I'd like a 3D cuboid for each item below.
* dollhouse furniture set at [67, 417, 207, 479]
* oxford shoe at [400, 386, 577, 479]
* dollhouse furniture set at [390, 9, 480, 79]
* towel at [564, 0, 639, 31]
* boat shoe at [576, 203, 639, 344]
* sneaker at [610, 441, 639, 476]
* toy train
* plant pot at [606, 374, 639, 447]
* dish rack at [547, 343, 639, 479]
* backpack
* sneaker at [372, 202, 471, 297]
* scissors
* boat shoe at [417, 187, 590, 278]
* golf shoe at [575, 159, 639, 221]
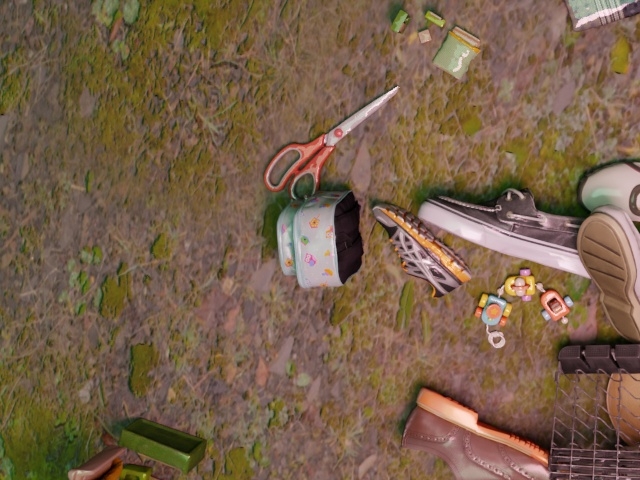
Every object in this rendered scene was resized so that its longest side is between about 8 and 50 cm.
[{"bbox_3d":[-0.355,0.485,1.659,0.151,0.301,0.198,18,100,11],"label":"dollhouse furniture set"},{"bbox_3d":[0.316,0.400,1.576,0.363,0.130,0.133,26,85,20],"label":"oxford shoe"},{"bbox_3d":[0.199,-0.346,1.531,0.151,0.058,0.076,32,105,5],"label":"dollhouse furniture set"},{"bbox_3d":[0.517,-0.540,1.445,0.312,0.056,0.324,-17,98,17],"label":"towel"},{"bbox_3d":[0.508,0.041,1.458,0.103,0.113,0.302,-41,132,-13],"label":"boat shoe"},{"bbox_3d":[0.665,0.387,1.463,0.330,0.146,0.123,-7,83,2],"label":"sneaker"},{"bbox_3d":[0.359,0.123,1.582,0.166,0.046,0.125,-31,92,15],"label":"toy train"},{"bbox_3d":[0.624,0.275,1.559,0.236,0.032,0.236,2,99,11],"label":"plant pot"},{"bbox_3d":[0.483,0.295,1.469,0.208,0.074,0.272,-6,57,33],"label":"dish rack"},{"bbox_3d":[0.000,0.000,1.556,0.144,0.188,0.166,-2,103,7],"label":"backpack"},{"bbox_3d":[0.169,0.018,1.588,0.215,0.084,0.083,43,110,1],"label":"sneaker"},{"bbox_3d":[0.013,-0.191,1.615,0.109,0.021,0.297,40,106,5],"label":"scissors"},{"bbox_3d":[0.338,-0.035,1.537,0.335,0.121,0.119,16,95,-2],"label":"boat shoe"},{"bbox_3d":[0.566,-0.072,1.470,0.272,0.120,0.105,6,102,12],"label":"golf shoe"}]
